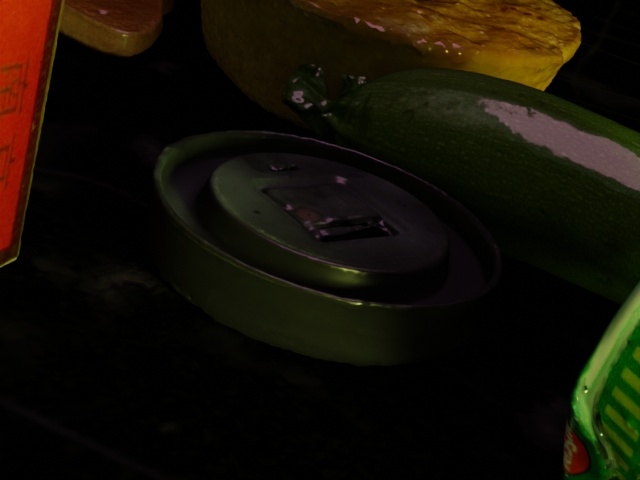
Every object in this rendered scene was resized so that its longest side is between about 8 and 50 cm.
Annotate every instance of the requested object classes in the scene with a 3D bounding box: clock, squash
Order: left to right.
[{"bbox_3d":[0.000,0.000,0.591,0.184,0.040,0.184,14,25,-7],"label":"clock"},{"bbox_3d":[0.148,-0.025,0.672,0.378,0.101,0.101,24,25,19],"label":"squash"}]

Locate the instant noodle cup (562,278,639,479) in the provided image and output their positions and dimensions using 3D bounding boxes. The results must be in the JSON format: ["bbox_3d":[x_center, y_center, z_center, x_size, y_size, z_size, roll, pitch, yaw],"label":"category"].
[{"bbox_3d":[0.228,0.099,0.378,0.207,0.207,0.233,-3,40,-37],"label":"instant noodle cup"}]

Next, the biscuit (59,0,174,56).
[{"bbox_3d":[-0.191,-0.200,0.894,0.183,0.043,0.280,-3,36,-31],"label":"biscuit"}]

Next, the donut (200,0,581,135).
[{"bbox_3d":[0.040,-0.157,0.871,0.302,0.110,0.303,13,27,-7],"label":"donut"}]

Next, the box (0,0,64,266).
[{"bbox_3d":[-0.233,-0.095,0.508,0.239,0.153,0.074,24,30,16],"label":"box"}]
